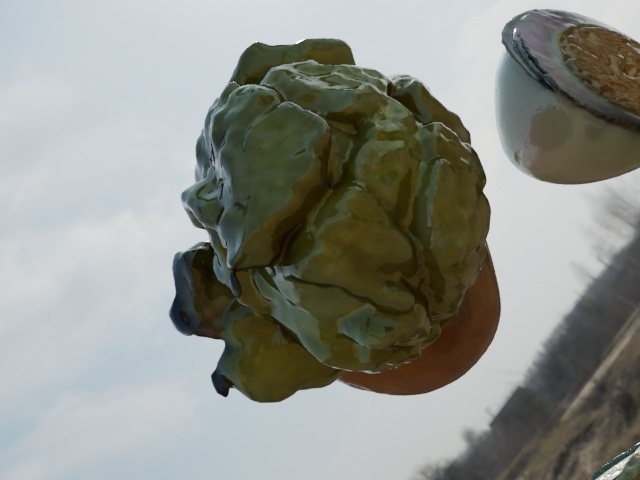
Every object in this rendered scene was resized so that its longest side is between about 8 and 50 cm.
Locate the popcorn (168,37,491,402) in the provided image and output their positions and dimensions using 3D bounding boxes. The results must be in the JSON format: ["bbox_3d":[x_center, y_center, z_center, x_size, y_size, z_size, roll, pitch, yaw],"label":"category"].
[{"bbox_3d":[0.007,0.005,0.492,0.174,0.168,0.195,-19,-45,-35],"label":"popcorn"}]

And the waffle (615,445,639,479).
[{"bbox_3d":[0.256,0.274,0.593,0.221,0.248,0.055,-49,-18,-16],"label":"waffle"}]

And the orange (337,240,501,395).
[{"bbox_3d":[0.083,0.048,1.092,0.261,0.261,0.261,-47,-18,-20],"label":"orange"}]

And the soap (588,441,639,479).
[{"bbox_3d":[0.292,0.251,0.925,0.114,0.063,0.198,-41,-18,18],"label":"soap"}]

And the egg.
[{"bbox_3d":[0.345,-0.177,1.277,0.286,0.264,0.174,-26,-29,-40],"label":"egg"}]
